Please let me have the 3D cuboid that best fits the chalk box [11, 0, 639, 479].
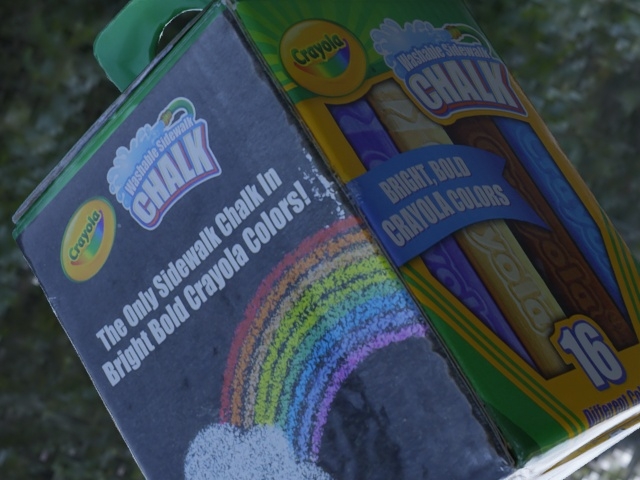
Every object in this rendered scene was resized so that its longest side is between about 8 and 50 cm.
[{"bbox_3d":[0.000,0.000,0.752,0.179,0.180,0.289,-10,-115,-52],"label":"chalk box"}]
